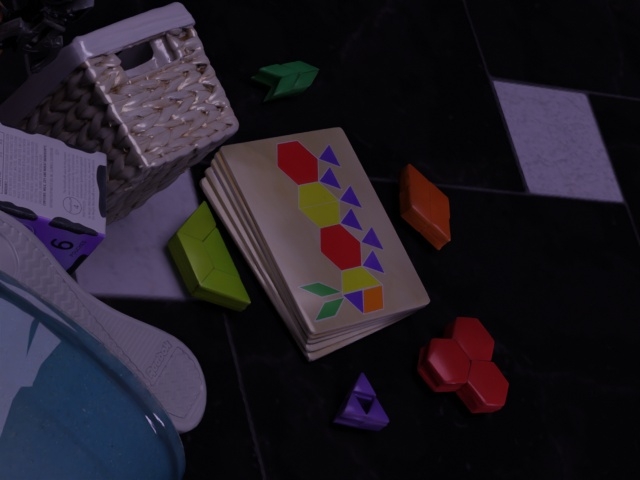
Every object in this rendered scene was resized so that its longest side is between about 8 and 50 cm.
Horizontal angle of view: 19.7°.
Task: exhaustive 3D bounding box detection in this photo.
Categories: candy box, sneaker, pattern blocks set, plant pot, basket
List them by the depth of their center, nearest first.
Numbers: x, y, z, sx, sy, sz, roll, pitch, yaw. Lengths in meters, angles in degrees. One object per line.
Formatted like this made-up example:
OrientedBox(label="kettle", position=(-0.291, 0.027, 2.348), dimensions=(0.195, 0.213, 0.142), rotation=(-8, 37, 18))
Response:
OrientedBox(label="plant pot", position=(-0.251, 0.168, 0.995), dimensions=(0.271, 0.271, 0.255), rotation=(36, 61, -13))
OrientedBox(label="sneaker", position=(-0.209, 0.070, 1.143), dimensions=(0.256, 0.151, 0.094), rotation=(39, 44, -37))
OrientedBox(label="candy box", position=(-0.259, -0.012, 1.161), dimensions=(0.196, 0.165, 0.070), rotation=(16, 51, -29))
OrientedBox(label="basket", position=(-0.152, -0.075, 1.294), dimensions=(0.113, 0.167, 0.103), rotation=(-28, 87, -45))
OrientedBox(label="pattern blocks set", position=(0.000, 0.000, 1.456), dimensions=(0.285, 0.026, 0.325), rotation=(-2, 63, -39))

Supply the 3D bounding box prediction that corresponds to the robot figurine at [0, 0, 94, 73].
OrientedBox(label="robot figurine", position=(-0.271, -0.150, 1.155), dimensions=(0.211, 0.291, 0.085), rotation=(12, 55, -33))
